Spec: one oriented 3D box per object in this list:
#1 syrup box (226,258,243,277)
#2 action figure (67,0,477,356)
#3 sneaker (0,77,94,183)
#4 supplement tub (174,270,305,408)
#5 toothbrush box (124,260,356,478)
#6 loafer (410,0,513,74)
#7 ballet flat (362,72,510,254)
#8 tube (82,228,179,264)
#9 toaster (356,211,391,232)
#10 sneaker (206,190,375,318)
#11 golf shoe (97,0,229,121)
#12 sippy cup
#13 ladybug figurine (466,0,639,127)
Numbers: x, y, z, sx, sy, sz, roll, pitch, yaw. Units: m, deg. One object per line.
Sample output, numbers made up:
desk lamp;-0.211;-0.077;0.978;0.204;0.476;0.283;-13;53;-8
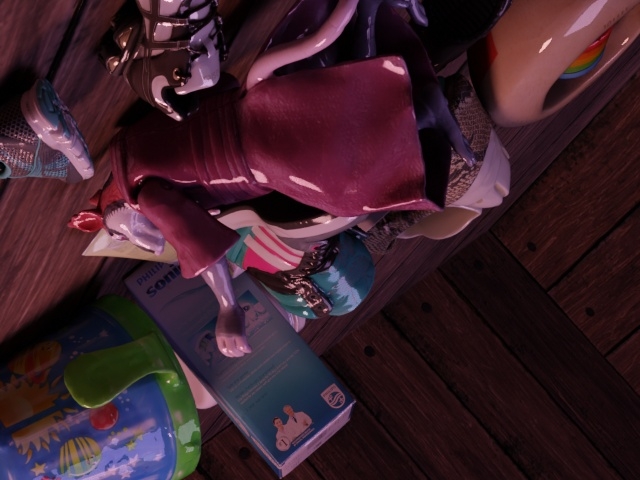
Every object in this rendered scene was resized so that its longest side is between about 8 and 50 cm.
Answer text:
syrup box;-0.039;-0.068;1.839;0.237;0.093;0.096;-37;171;-22
action figure;-0.068;-0.079;1.352;0.370;0.248;0.276;-19;142;16
sneaker;-0.222;-0.074;1.190;0.076;0.065;0.166;-24;167;-2
supplement tub;-0.134;0.133;2.257;0.200;0.144;0.144;-36;170;-30
toothbrush box;-0.099;0.139;1.945;0.126;0.295;0.216;-41;170;-9
loafer;0.161;-0.264;1.819;0.078;0.080;0.220;-40;-178;-35
ballet flat;0.142;-0.083;2.045;0.483;0.182;0.164;-39;-150;65
tube;-0.179;-0.013;1.654;0.062;0.070;0.240;-4;175;13
toaster;0.044;-0.105;1.707;0.168;0.186;0.110;-46;-179;32
sneaker;0.000;0.000;1.590;0.295;0.178;0.124;-2;-126;57
golf shoe;-0.095;-0.163;1.139;0.077;0.094;0.198;-35;168;-30
sippy cup;-0.289;0.207;1.774;0.224;0.240;0.305;-24;132;-31
ladybug figurine;0.298;-0.288;1.968;0.305;0.162;0.449;-41;171;-6
